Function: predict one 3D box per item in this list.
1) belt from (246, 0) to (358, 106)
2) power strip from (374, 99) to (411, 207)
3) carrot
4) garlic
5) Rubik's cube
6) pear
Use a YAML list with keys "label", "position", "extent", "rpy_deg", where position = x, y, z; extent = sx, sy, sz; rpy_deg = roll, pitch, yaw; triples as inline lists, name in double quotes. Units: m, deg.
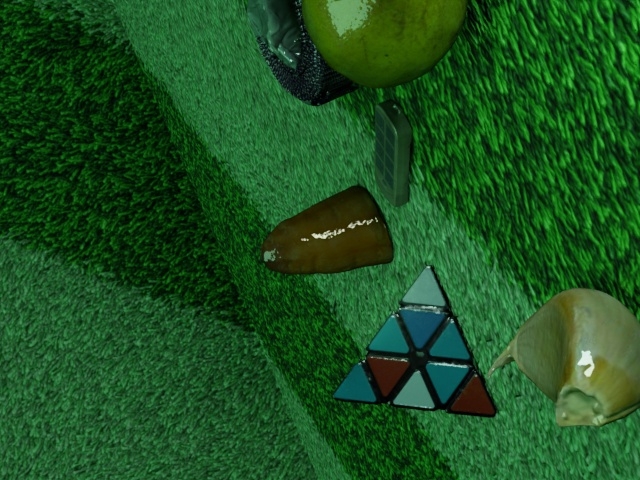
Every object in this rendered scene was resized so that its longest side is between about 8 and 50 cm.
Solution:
- label: "belt"
  position: [-0.034, -0.384, 1.890]
  extent: [0.260, 0.122, 0.325]
  rpy_deg: [40, 149, 51]
- label: "power strip"
  position: [0.115, -0.136, 1.902]
  extent: [0.080, 0.029, 0.227]
  rpy_deg: [57, 162, 34]
- label: "carrot"
  position: [0.000, 0.000, 2.144]
  extent: [0.159, 0.225, 0.159]
  rpy_deg: [162, 90, -75]
- label: "garlic"
  position: [0.305, 0.140, 1.402]
  extent: [0.145, 0.164, 0.245]
  rpy_deg: [53, 174, -12]
- label: "Rubik's cube"
  position: [0.197, 0.161, 1.976]
  extent: [0.250, 0.284, 0.234]
  rpy_deg: [19, 112, 38]
- label: "pear"
  position: [0.079, -0.300, 1.459]
  extent: [0.212, 0.212, 0.269]
  rpy_deg: [64, 160, 13]
